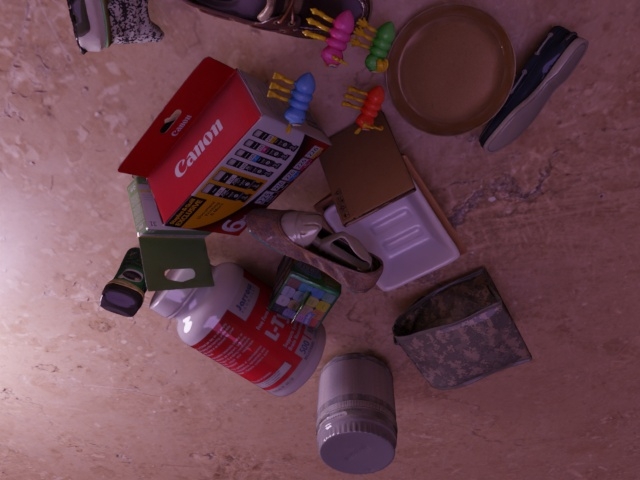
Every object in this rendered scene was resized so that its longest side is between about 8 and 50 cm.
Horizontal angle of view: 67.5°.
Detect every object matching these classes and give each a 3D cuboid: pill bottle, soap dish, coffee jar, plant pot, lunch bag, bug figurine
[{"bbox_3d":[-0.203,0.202,1.205,0.408,0.229,0.229,37,119,-21],"label":"pill bottle"},{"bbox_3d":[0.160,-0.038,1.085,0.229,0.118,0.290,-29,118,21],"label":"soap dish"},{"bbox_3d":[-0.465,0.103,1.180,0.096,0.184,0.079,22,123,-11],"label":"coffee jar"},{"bbox_3d":[0.241,-0.316,0.904,0.237,0.032,0.236,10,117,19],"label":"plant pot"},{"bbox_3d":[0.352,0.243,1.238,0.287,0.168,0.235,-28,118,16],"label":"lunch bag"},{"bbox_3d":[0.046,-0.288,0.849,0.279,0.072,0.216,-11,130,-45],"label":"bug figurine"}]

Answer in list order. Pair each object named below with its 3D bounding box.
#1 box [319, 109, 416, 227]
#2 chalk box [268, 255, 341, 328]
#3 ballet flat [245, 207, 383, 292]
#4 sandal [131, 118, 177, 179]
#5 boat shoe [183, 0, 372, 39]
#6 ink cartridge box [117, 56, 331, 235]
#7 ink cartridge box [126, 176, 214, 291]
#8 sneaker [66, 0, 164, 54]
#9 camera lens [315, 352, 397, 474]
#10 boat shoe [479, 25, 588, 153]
[{"bbox_3d":[0.087,-0.149,0.979,0.165,0.201,0.021,-27,153,20],"label":"box"},{"bbox_3d":[-0.033,0.110,1.141,0.132,0.213,0.132,25,122,-13],"label":"chalk box"},{"bbox_3d":[0.000,0.000,1.006,0.316,0.107,0.106,28,136,-16],"label":"ballet flat"},{"bbox_3d":[-0.283,-0.205,1.004,0.303,0.120,0.086,-27,130,20],"label":"sandal"},{"bbox_3d":[-0.078,-0.417,0.836,0.343,0.123,0.123,11,125,-5],"label":"boat shoe"},{"bbox_3d":[-0.186,-0.159,0.931,0.309,0.130,0.272,-41,153,26],"label":"ink cartridge box"},{"bbox_3d":[-0.307,-0.015,1.030,0.056,0.234,0.171,-30,160,37],"label":"ink cartridge box"},{"bbox_3d":[-0.335,-0.522,0.804,0.182,0.158,0.410,-8,128,-29],"label":"sneaker"},{"bbox_3d":[0.100,0.472,1.344,0.220,0.274,0.219,2,124,3],"label":"camera lens"},{"bbox_3d":[0.386,-0.284,0.913,0.095,0.079,0.254,-1,133,-50],"label":"boat shoe"}]
